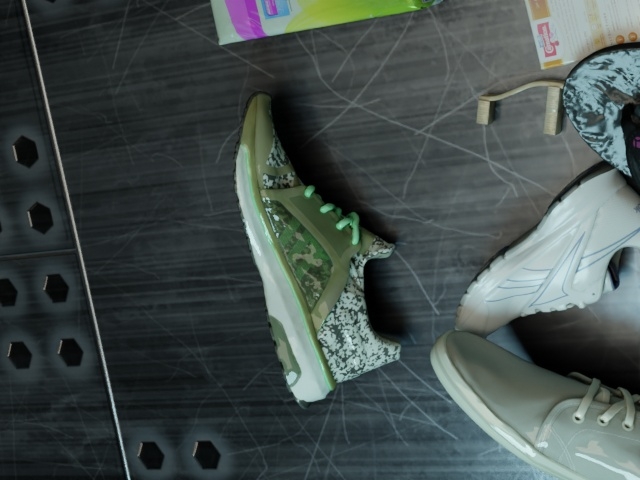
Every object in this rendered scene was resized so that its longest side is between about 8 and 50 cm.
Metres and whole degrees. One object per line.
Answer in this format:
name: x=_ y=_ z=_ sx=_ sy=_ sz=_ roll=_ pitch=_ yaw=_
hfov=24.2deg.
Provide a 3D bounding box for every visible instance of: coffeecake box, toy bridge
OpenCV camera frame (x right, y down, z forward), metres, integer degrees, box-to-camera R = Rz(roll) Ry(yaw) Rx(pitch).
coffeecake box: x=0.326 y=-0.283 z=1.674 sx=0.185 sy=0.068 sz=0.142 roll=-10 pitch=101 yaw=30
toy bridge: x=0.277 y=-0.156 z=1.761 sx=0.188 sy=0.026 sz=0.063 roll=11 pitch=108 yaw=26

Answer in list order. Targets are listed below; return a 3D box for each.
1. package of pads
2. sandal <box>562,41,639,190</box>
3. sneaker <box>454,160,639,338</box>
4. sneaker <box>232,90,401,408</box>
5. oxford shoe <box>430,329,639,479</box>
package of pads: x=-0.009 y=-0.376 z=1.816 sx=0.296 sy=0.101 sz=0.229 roll=-5 pitch=103 yaw=29
sandal: x=0.453 y=-0.060 z=1.613 sx=0.446 sy=0.107 sz=0.167 roll=37 pitch=126 yaw=8
sneaker: x=0.275 y=0.039 z=1.774 sx=0.129 sy=0.111 sz=0.297 roll=47 pitch=121 yaw=3
sneaker: x=0.000 y=0.000 z=1.923 sx=0.182 sy=0.158 sz=0.410 roll=-15 pitch=95 yaw=0
oxford shoe: x=0.335 y=0.223 z=1.748 sx=0.449 sy=0.169 sz=0.130 roll=33 pitch=119 yaw=6
